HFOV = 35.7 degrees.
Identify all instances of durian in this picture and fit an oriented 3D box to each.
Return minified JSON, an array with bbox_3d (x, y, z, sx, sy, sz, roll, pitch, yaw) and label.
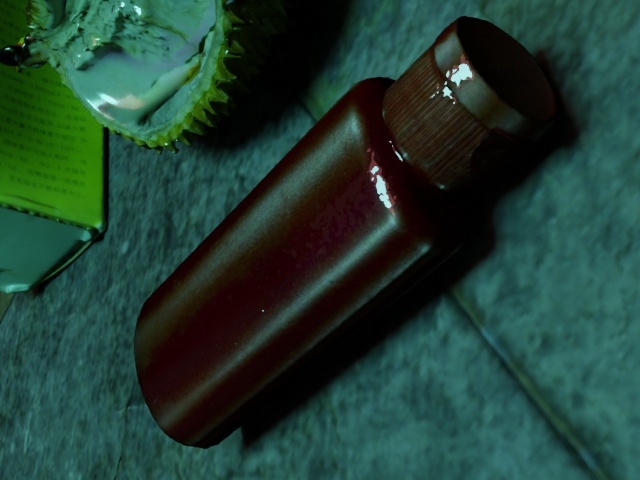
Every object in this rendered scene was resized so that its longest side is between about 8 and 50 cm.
[{"bbox_3d":[-0.102,-0.164,0.617,0.237,0.193,0.138,-12,25,40],"label":"durian"}]

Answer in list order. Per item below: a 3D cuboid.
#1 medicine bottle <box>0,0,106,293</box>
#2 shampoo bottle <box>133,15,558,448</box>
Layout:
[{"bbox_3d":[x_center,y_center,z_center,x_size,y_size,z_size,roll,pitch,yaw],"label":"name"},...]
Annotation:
[{"bbox_3d":[-0.270,-0.096,0.825,0.137,0.141,0.250,-37,49,43],"label":"medicine bottle"},{"bbox_3d":[0.000,0.000,0.483,0.260,0.064,0.102,-43,45,35],"label":"shampoo bottle"}]
